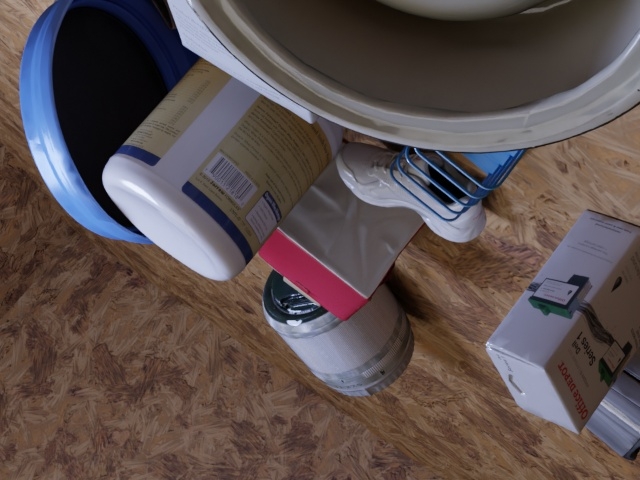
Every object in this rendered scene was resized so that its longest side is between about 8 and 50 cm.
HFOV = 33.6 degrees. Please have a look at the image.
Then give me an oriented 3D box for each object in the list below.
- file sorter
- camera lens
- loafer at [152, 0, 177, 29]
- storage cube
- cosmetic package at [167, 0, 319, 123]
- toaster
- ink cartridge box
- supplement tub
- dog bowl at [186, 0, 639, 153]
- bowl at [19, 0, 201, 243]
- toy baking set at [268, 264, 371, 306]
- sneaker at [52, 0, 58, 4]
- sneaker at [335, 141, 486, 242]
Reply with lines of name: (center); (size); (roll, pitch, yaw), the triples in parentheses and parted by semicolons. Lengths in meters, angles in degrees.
file sorter: (0.166, -0.105, 1.272); (0.118, 0.104, 0.170); (39, 164, 0)
camera lens: (0.036, 0.144, 2.023); (0.219, 0.219, 0.274); (22, 157, 46)
loafer: (-0.241, -0.367, 1.564); (0.045, 0.039, 0.125); (17, 154, 53)
storage cube: (0.034, -0.011, 1.672); (0.215, 0.184, 0.193); (39, 163, 1)
cosmetic package: (-0.064, -0.317, 1.117); (0.217, 0.156, 0.385); (34, 162, 16)
toaster: (0.435, 0.223, 1.541); (0.146, 0.129, 0.227); (38, 166, 18)
ink cartridge box: (0.317, 0.101, 1.291); (0.092, 0.219, 0.160); (24, 158, 43)
supplement tub: (-0.112, -0.129, 1.428); (0.228, 0.316, 0.228); (35, 163, 12)
dog bowl: (0.084, -0.254, 0.765); (0.407, 0.150, 0.408); (15, 145, 10)
bowl: (-0.287, -0.186, 1.555); (0.077, 0.391, 0.391); (-9, 138, 27)
toy baking set: (-0.002, 0.007, 1.847); (0.256, 0.197, 0.030); (31, -161, 14)
sneaker: (-0.402, -0.367, 1.843); (0.100, 0.108, 0.271); (19, 179, 2)
sneaker: (0.126, -0.092, 1.458); (0.232, 0.090, 0.115); (24, 154, 16)
